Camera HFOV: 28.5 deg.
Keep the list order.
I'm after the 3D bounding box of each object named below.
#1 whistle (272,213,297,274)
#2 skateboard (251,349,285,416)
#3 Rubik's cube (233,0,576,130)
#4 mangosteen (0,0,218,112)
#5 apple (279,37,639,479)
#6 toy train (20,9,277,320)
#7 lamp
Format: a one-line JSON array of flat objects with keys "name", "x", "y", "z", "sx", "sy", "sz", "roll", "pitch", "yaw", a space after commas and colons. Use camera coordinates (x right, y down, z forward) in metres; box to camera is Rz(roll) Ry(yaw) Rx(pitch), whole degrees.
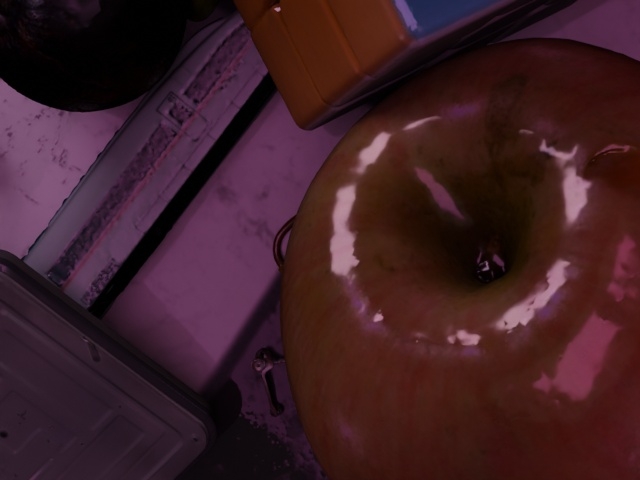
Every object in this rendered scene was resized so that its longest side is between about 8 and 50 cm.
[{"name": "whistle", "x": 0.001, "y": 0.000, "z": 1.132, "sx": 0.109, "sy": 0.046, "sz": 0.057, "roll": -35, "pitch": 104, "yaw": 13}, {"name": "skateboard", "x": -0.015, "y": 0.123, "z": 1.149, "sx": 0.083, "sy": 0.032, "sz": 0.064, "roll": -14, "pitch": 102, "yaw": 9}, {"name": "Rubik's cube", "x": 0.072, "y": -0.290, "z": 0.941, "sx": 0.290, "sy": 0.291, "sz": 0.292, "roll": -27, "pitch": 91, "yaw": -16}, {"name": "mangosteen", "x": -0.196, "y": -0.220, "z": 1.069, "sx": 0.216, "sy": 0.216, "sz": 0.216, "roll": 0, "pitch": 94, "yaw": 6}, {"name": "apple", "x": 0.163, "y": 0.060, "z": 0.954, "sx": 0.391, "sy": 0.346, "sz": 0.392, "roll": -16, "pitch": 56, "yaw": 24}, {"name": "toy train", "x": -0.125, "y": -0.094, "z": 1.119, "sx": 0.088, "sy": 0.086, "sz": 0.407, "roll": 39, "pitch": 96, "yaw": 5}, {"name": "lamp", "x": -0.268, "y": 0.172, "z": 1.112, "sx": 0.269, "sy": 0.047, "sz": 0.266, "roll": 39, "pitch": 106, "yaw": -18}]
